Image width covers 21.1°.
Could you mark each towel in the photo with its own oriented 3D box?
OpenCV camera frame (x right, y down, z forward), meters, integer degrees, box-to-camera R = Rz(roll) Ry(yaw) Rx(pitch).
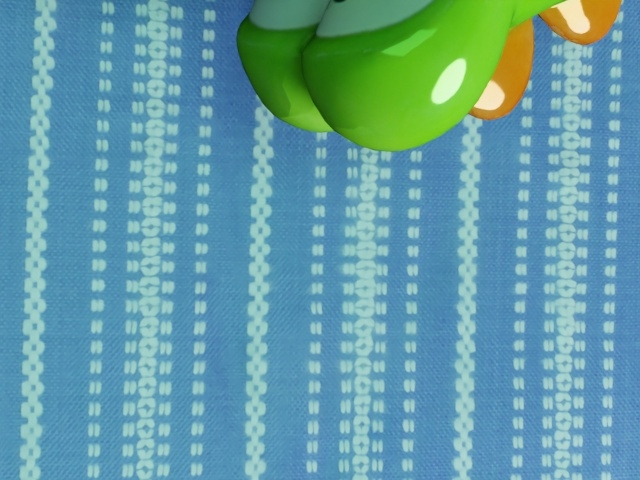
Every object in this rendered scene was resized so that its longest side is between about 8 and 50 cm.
[{"bbox_3d":[0.000,0.000,0.580,0.336,0.040,0.243,1,89,-16],"label":"towel"}]

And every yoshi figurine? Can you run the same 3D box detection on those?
[{"bbox_3d":[0.063,-0.207,0.499,0.203,0.203,0.362,30,80,-1],"label":"yoshi figurine"}]
